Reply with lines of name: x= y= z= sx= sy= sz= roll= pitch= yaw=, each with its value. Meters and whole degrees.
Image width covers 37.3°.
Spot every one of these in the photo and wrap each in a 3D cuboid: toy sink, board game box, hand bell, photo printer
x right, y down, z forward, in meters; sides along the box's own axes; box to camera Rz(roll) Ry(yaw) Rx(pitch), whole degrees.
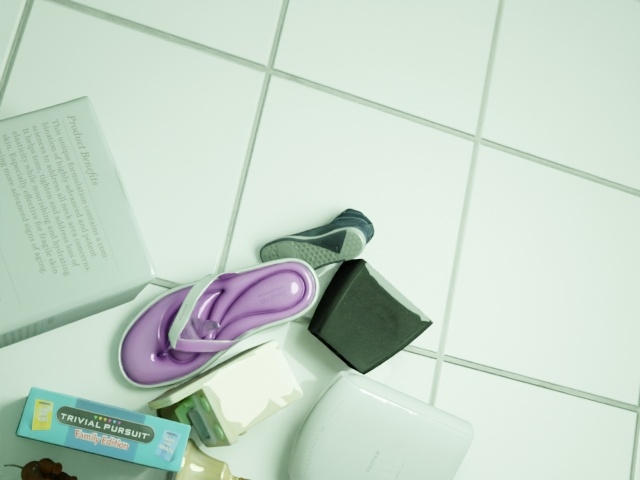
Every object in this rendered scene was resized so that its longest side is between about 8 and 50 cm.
toy sink: x=-0.175 y=0.300 z=1.754 sx=0.234 sy=0.152 sz=0.131 roll=-26 pitch=88 yaw=-29
board game box: x=-0.377 y=0.321 z=1.599 sx=0.253 sy=0.336 sz=0.079 roll=17 pitch=74 yaw=-14
hand bell: x=-0.138 y=0.448 z=1.729 sx=0.241 sy=0.126 sz=0.126 roll=12 pitch=75 yaw=1
photo printer: x=0.106 y=0.405 z=1.822 sx=0.307 sy=0.107 sz=0.256 roll=26 pitch=98 yaw=-12

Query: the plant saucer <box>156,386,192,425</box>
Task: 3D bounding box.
plant saucer: x=-0.272 y=0.321 z=1.804 sx=0.083 sy=0.015 sz=0.084 roll=4 pitch=78 yaw=-18

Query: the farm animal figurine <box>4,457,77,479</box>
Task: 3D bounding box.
farm animal figurine: x=-0.556 y=0.526 z=1.580 sx=0.326 sy=0.172 sz=0.331 roll=25 pitch=66 yaw=-56

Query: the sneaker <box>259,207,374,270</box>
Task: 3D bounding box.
sneaker: x=0.001 y=0.002 z=1.928 sx=0.226 sy=0.163 sz=0.086 roll=-9 pitch=106 yaw=19

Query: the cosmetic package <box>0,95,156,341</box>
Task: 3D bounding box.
cosmetic package: x=-0.535 y=0.000 z=1.620 sx=0.393 sy=0.327 sz=0.330 roll=-19 pitch=86 yaw=-20

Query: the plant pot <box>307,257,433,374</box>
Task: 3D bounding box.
plant pot: x=0.080 y=0.158 z=1.876 sx=0.187 sy=0.188 sz=0.167 roll=42 pitch=83 yaw=-6

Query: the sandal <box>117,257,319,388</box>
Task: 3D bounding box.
sandal: x=-0.197 y=0.138 z=1.793 sx=0.416 sy=0.102 sz=0.169 roll=-28 pitch=86 yaw=-10
